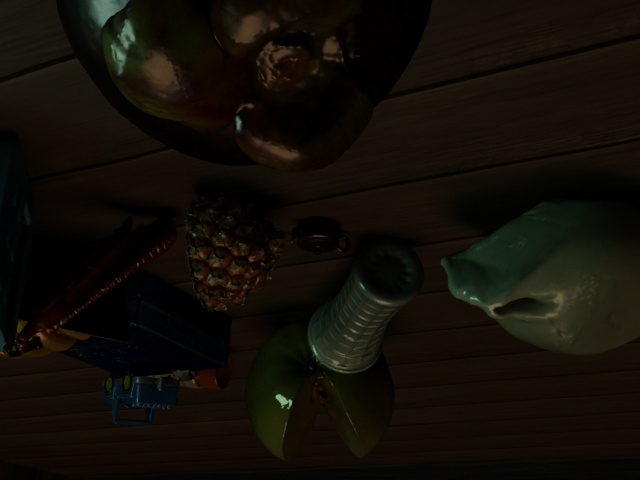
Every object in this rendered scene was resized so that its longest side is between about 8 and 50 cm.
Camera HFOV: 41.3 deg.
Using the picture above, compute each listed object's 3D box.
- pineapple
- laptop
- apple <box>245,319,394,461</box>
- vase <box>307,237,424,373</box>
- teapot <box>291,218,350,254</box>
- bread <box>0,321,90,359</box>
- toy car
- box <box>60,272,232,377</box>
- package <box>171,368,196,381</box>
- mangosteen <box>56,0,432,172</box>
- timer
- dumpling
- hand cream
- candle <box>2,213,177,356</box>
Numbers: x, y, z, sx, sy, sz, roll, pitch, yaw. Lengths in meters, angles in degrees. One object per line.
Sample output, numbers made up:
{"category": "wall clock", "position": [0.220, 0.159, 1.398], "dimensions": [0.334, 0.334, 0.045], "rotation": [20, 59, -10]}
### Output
{"category": "pineapple", "position": [-0.104, 0.012, 1.183], "dimensions": [0.137, 0.161, 0.176], "rotation": [-11, 156, 3]}
{"category": "laptop", "position": [-0.426, 0.067, 1.319], "dimensions": [0.269, 0.187, 0.015], "rotation": [17, 122, -28]}
{"category": "apple", "position": [-0.002, 0.288, 1.622], "dimensions": [0.292, 0.291, 0.254], "rotation": [0, 147, 6]}
{"category": "vase", "position": [0.076, 0.109, 1.401], "dimensions": [0.143, 0.143, 0.299], "rotation": [7, 153, -10]}
{"category": "teapot", "position": [0.000, 0.000, 1.269], "dimensions": [0.100, 0.045, 0.068], "rotation": [15, 155, -23]}
{"category": "bread", "position": [-0.544, 0.130, 1.470], "dimensions": [0.311, 0.121, 0.172], "rotation": [-12, 115, 29]}
{"category": "toy car", "position": [-0.357, 0.312, 1.670], "dimensions": [0.097, 0.100, 0.191], "rotation": [13, 163, -35]}
{"category": "box", "position": [-0.355, 0.170, 1.613], "dimensions": [0.262, 0.116, 0.279], "rotation": [-9, 152, 28]}
{"category": "package", "position": [-0.265, 0.262, 1.653], "dimensions": [0.037, 0.015, 0.110], "rotation": [0, 161, -1]}
{"category": "mangosteen", "position": [-0.051, -0.177, 0.599], "dimensions": [0.288, 0.288, 0.288], "rotation": [2, 156, 1]}
{"category": "timer", "position": [-0.426, 0.012, 1.126], "dimensions": [0.091, 0.231, 0.250], "rotation": [0, 157, 0]}
{"category": "dumpling", "position": [0.334, 0.055, 1.161], "dimensions": [0.321, 0.211, 0.270], "rotation": [28, 150, -24]}
{"category": "hand cream", "position": [-0.353, 0.283, 1.892], "dimensions": [0.314, 0.089, 0.139], "rotation": [0, 155, 16]}
{"category": "candle", "position": [-0.319, 0.059, 1.189], "dimensions": [0.084, 0.301, 0.059], "rotation": [23, 144, 32]}
